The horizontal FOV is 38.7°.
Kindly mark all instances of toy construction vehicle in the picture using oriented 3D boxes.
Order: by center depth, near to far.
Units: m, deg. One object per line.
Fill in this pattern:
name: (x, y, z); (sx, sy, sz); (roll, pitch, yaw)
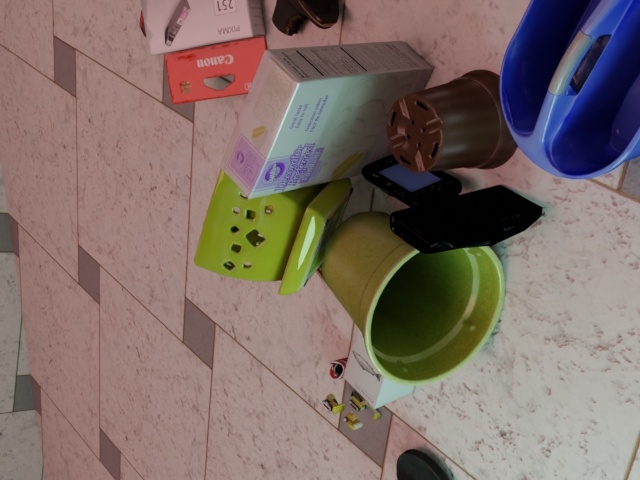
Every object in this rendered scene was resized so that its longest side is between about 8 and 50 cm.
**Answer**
toy construction vehicle: (0.066, 0.348, 1.908); (0.098, 0.086, 0.035); (41, 126, 38)

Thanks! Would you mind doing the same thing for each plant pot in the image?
plant pot: (0.207, -0.184, 1.467); (0.167, 0.165, 0.167); (21, 118, 47)
plant pot: (0.136, 0.073, 1.603); (0.254, 0.276, 0.276); (39, 132, 54)
plant pot: (-0.076, -0.047, 1.687); (0.207, 0.227, 0.228); (25, 121, 9)

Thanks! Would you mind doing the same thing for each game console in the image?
game console: (0.181, -0.073, 1.518); (0.361, 0.213, 0.044); (38, 137, 54)

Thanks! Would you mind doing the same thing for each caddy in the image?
caddy: (0.377, -0.245, 1.215); (0.241, 0.179, 0.341); (49, 136, 29)

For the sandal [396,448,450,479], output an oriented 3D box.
sandal: (0.222, 0.635, 1.788); (0.167, 0.107, 0.445); (-9, 95, 53)

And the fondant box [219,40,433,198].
fondant box: (0.013, -0.211, 1.554); (0.096, 0.330, 0.238); (48, 131, 27)

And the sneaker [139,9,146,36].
sneaker: (-0.335, -0.514, 2.106); (0.276, 0.098, 0.135); (-27, 78, 51)

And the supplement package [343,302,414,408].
supplement package: (0.130, 0.215, 1.759); (0.105, 0.105, 0.179); (40, 132, 36)

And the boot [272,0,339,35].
boot: (-0.032, -0.435, 1.776); (0.137, 0.077, 0.198); (108, 145, -43)

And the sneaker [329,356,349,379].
sneaker: (0.037, 0.274, 1.932); (0.118, 0.067, 0.042); (-38, 72, 51)

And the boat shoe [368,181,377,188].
boat shoe: (0.083, -0.142, 1.750); (0.035, 0.035, 0.100); (-38, 71, 51)

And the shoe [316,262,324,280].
shoe: (0.000, 0.000, 1.899); (0.076, 0.058, 0.219); (-30, 76, 7)

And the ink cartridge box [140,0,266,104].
ink cartridge box: (-0.248, -0.426, 1.971); (0.275, 0.060, 0.239); (-4, 100, 27)
